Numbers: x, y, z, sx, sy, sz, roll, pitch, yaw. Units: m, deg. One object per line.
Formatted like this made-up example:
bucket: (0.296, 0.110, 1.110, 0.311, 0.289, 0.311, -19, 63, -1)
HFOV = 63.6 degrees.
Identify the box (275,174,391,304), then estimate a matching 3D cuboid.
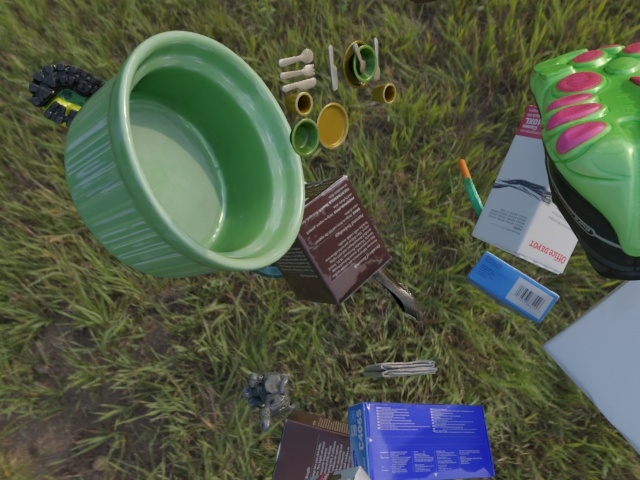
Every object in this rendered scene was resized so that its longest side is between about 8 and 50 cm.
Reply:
box: (0.000, 0.000, 1.062, 0.167, 0.168, 0.203, -39, 109, -27)

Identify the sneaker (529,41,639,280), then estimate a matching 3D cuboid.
sneaker: (0.355, -0.121, 0.643, 0.185, 0.202, 0.483, 1, 31, 30)

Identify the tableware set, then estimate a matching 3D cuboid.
tableware set: (0.023, -0.147, 0.532, 0.024, 0.103, 0.154, 18, 34, 42)

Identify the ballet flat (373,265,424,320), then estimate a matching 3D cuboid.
ballet flat: (0.174, 0.121, 1.303, 0.058, 0.084, 0.250, -44, 108, -11)

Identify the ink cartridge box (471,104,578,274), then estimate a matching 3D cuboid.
ink cartridge box: (0.381, -0.080, 0.872, 0.100, 0.172, 0.237, 30, 99, 49)

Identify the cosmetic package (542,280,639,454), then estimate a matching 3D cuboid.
cosmetic package: (0.710, 0.243, 1.056, 0.327, 0.394, 0.329, -44, 65, 14)

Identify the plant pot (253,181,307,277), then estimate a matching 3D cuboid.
plant pot: (-0.125, -0.015, 1.492, 0.293, 0.293, 0.196, -6, 54, 7)

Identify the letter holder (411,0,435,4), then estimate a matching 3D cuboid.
letter holder: (0.149, -0.580, 0.955, 0.214, 0.302, 0.151, 39, 113, 60)

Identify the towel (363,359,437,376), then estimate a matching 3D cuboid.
towel: (0.253, 0.417, 1.679, 0.187, 0.282, 0.049, -1, 75, -9)

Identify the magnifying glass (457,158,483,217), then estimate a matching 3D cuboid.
magnifying glass: (0.419, -0.152, 1.444, 0.026, 0.092, 0.231, -26, 38, 19)

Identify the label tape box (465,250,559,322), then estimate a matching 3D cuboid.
label tape box: (0.592, 0.148, 1.642, 0.241, 0.334, 0.105, 34, 94, 15)

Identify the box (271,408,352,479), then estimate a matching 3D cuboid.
box: (0.072, 0.623, 1.443, 0.382, 0.143, 0.191, 13, 86, 5)

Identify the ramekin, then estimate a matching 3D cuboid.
ramekin: (-0.169, -0.094, 0.674, 0.148, 0.303, 0.303, -16, 62, 33)

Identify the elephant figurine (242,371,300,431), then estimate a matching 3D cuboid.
elephant figurine: (-0.153, 0.553, 1.793, 0.239, 0.169, 0.185, 7, 69, 56)

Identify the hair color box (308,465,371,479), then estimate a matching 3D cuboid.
hair color box: (0.090, 0.549, 0.758, 0.114, 0.185, 0.374, -30, 99, 34)

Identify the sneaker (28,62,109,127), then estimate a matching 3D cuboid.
sneaker: (-0.358, -0.240, 0.996, 0.344, 0.146, 0.134, 24, 98, -24)

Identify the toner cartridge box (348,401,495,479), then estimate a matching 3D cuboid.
toner cartridge box: (0.235, 0.466, 1.194, 0.348, 0.075, 0.165, 11, 60, -25)
